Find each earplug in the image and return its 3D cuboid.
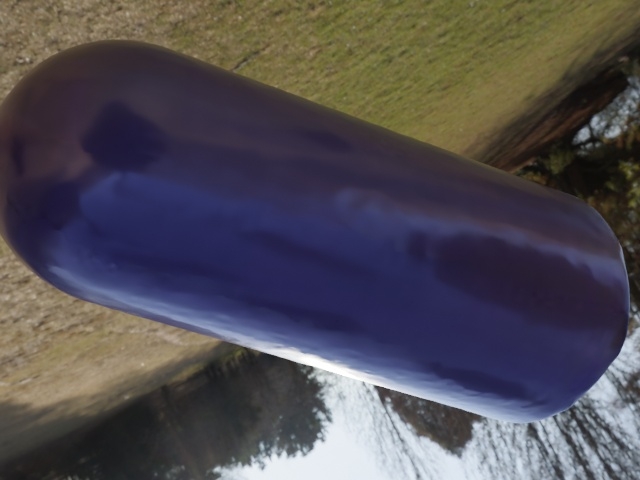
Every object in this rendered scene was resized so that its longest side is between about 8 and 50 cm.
[{"bbox_3d":[0.000,0.000,0.444,0.456,0.215,0.215,18,148,-26],"label":"earplug"}]
